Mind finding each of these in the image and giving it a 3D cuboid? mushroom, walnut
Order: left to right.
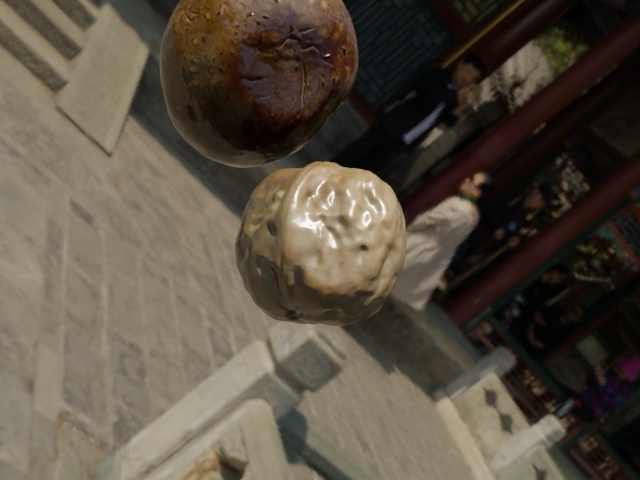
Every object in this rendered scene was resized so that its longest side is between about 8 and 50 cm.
[{"bbox_3d":[-0.101,-0.295,1.436,0.345,0.345,0.239,46,-20,-26],"label":"mushroom"},{"bbox_3d":[-0.002,0.001,1.322,0.227,0.273,0.273,33,16,-31],"label":"walnut"}]
